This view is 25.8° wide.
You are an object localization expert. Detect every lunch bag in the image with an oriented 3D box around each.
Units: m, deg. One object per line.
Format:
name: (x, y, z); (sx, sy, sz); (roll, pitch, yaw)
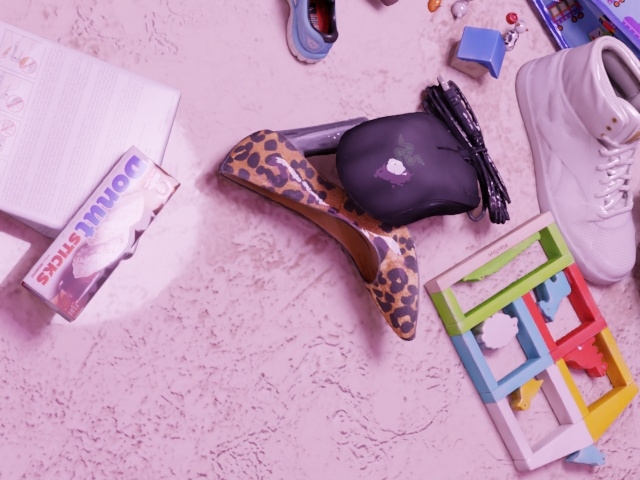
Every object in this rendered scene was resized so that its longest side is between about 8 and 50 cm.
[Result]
lunch bag: (0.363, -0.345, 1.752); (0.221, 0.138, 0.293); (-36, 84, -29)

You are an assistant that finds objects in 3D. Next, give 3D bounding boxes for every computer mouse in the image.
computer mouse: (0.122, -0.094, 1.531); (0.272, 0.072, 0.188); (-15, 77, -52)

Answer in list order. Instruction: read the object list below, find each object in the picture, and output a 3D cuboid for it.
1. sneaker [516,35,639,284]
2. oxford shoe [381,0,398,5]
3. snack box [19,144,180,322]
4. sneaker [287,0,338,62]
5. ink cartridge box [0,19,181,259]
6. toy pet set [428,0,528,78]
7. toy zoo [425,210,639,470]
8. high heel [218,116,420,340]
sneaker: (0.339, -0.094, 1.653); (0.108, 0.169, 0.292); (-20, 91, -30)
oxford shoe: (0.143, -0.378, 1.660); (0.271, 0.097, 0.098); (-38, 119, -23)
snack box: (-0.215, -0.007, 1.375); (0.064, 0.022, 0.178); (39, 68, -10)
sneaker: (-0.007, -0.285, 1.563); (0.063, 0.073, 0.162); (-13, 87, -28)
ink cartridge box: (-0.274, -0.104, 1.411); (0.232, 0.066, 0.189); (19, 73, -14)
toy pet set: (0.192, -0.258, 1.664); (0.122, 0.065, 0.114); (25, 70, -21)
toy zoo: (0.263, 0.136, 1.648); (0.192, 0.030, 0.293); (-30, 95, -28)
high heel: (0.000, 0.000, 1.508); (0.186, 0.093, 0.261); (-13, 80, -26)
